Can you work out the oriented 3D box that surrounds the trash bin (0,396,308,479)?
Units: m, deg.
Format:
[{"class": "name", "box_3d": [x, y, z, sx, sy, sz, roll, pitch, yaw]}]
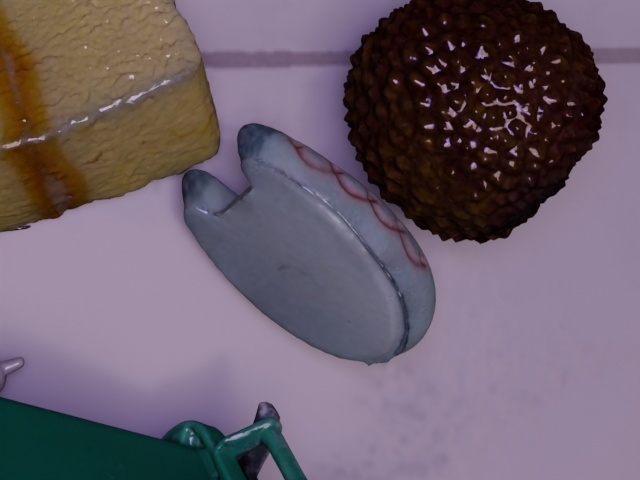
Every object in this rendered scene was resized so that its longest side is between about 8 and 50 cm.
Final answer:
[{"class": "trash bin", "box_3d": [-0.197, 0.218, 1.108, 0.381, 0.259, 0.295, 27, 108, -37]}]

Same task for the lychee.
[{"class": "lychee", "box_3d": [0.106, -0.096, 1.255, 0.188, 0.188, 0.188, -1, 96, -11]}]

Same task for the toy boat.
[{"class": "toy boat", "box_3d": [0.000, 0.000, 1.276, 0.208, 0.134, 0.079, 42, 42, -11]}]

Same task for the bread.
[{"class": "bread", "box_3d": [-0.206, -0.086, 1.228, 0.266, 0.142, 0.178, -24, 115, -6]}]

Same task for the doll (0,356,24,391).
[{"class": "doll", "box_3d": [-0.269, 0.149, 1.261, 0.160, 0.059, 0.161, 21, 91, -12]}]
